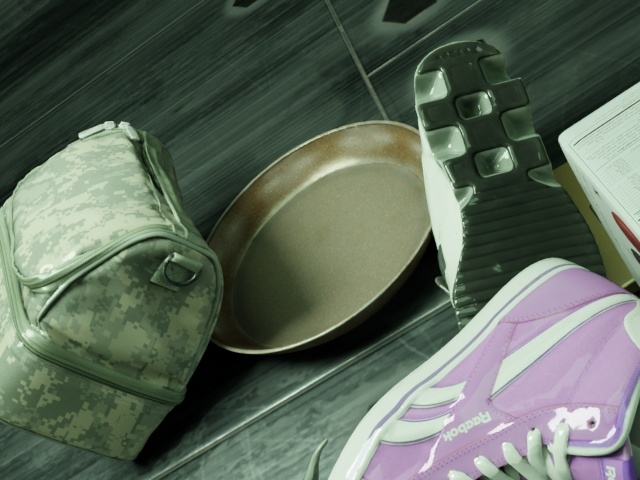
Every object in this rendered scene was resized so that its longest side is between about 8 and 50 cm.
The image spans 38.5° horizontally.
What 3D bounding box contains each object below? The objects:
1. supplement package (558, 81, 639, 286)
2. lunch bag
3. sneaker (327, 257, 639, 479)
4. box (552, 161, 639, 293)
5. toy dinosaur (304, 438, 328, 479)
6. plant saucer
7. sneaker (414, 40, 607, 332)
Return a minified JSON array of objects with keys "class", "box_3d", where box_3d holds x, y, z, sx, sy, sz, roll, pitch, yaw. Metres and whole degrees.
[{"class":"supplement package","box_3d":[0.288,0.006,0.580,0.149,0.194,0.203,-34,36,10]},{"class":"lunch bag","box_3d":[-0.231,0.033,0.972,0.256,0.212,0.305,-51,33,10]},{"class":"sneaker","box_3d":[0.119,0.144,0.594,0.282,0.102,0.161,-50,35,1]},{"class":"box","box_3d":[0.292,-0.047,0.781,0.201,0.021,0.164,-32,37,11]},{"class":"toy dinosaur","box_3d":[-0.090,0.276,0.738,0.313,0.121,0.160,-20,23,41]},{"class":"plant saucer","box_3d":[0.000,0.000,0.974,0.310,0.050,0.311,-24,40,22]},{"class":"sneaker","box_3d":[0.158,0.002,0.792,0.122,0.146,0.331,-8,65,2]}]
